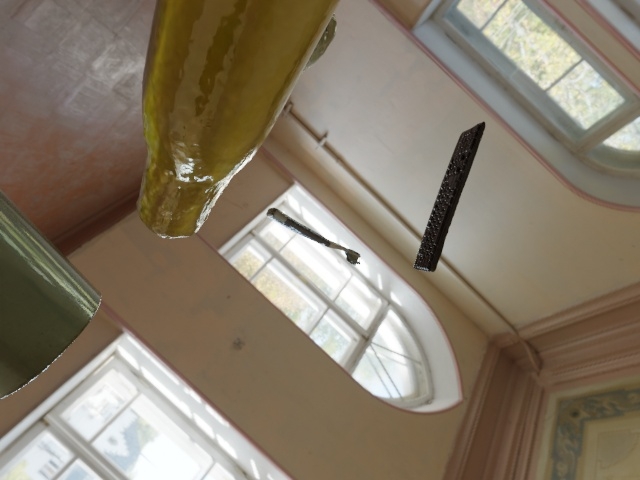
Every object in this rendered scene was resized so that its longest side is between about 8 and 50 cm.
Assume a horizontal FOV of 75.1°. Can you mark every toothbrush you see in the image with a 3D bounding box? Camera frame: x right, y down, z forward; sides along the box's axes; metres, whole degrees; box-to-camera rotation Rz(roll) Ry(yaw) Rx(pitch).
[{"bbox_3d":[0.000,0.000,0.719,0.024,0.026,0.288,-13,157,28],"label":"toothbrush"}]

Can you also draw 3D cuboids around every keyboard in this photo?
[{"bbox_3d":[0.207,-0.068,0.681,0.087,0.017,0.251,-165,-85,-83],"label":"keyboard"}]

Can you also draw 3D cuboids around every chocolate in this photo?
[{"bbox_3d":[-0.099,-0.180,0.406,0.445,0.162,0.162,-53,177,37],"label":"chocolate"}]

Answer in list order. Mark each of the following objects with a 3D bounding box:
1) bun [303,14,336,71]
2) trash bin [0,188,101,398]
[{"bbox_3d":[-0.056,-0.292,0.517,0.183,0.183,0.102,-47,-148,-5],"label":"bun"},{"bbox_3d":[-0.585,0.018,0.623,0.280,0.432,0.280,-24,-151,15],"label":"trash bin"}]
